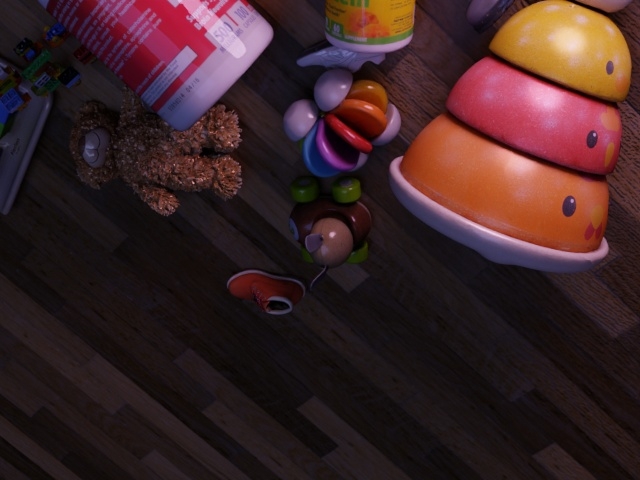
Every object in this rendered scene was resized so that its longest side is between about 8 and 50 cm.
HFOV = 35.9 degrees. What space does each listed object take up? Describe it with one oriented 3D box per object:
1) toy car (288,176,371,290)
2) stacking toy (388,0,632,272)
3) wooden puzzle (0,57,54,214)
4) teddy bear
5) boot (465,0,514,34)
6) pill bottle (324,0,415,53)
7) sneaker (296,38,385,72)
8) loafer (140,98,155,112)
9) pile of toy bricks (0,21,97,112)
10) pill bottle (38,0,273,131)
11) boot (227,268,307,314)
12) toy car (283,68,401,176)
[{"bbox_3d":[0.000,0.000,1.709,0.149,0.188,0.155,1,122,17],"label":"toy car"},{"bbox_3d":[0.329,-0.223,1.430,0.350,0.350,0.480,21,110,4],"label":"stacking toy"},{"bbox_3d":[-0.701,-0.234,1.854,0.347,0.080,0.322,32,126,-3],"label":"wooden puzzle"},{"bbox_3d":[-0.296,-0.161,1.752,0.338,0.113,0.245,20,123,4],"label":"teddy bear"},{"bbox_3d":[0.235,-0.482,1.385,0.222,0.118,0.338,29,115,2],"label":"boot"},{"bbox_3d":[0.075,-0.413,1.452,0.136,0.136,0.246,9,124,13],"label":"pill bottle"},{"bbox_3d":[0.033,-0.296,1.593,0.152,0.054,0.061,-9,121,22],"label":"sneaker"},{"bbox_3d":[-0.285,-0.280,1.674,0.056,0.148,0.050,13,155,-40],"label":"loafer"},{"bbox_3d":[-0.473,-0.294,1.730,0.212,0.105,0.118,-40,79,4],"label":"pile of toy bricks"},{"bbox_3d":[-0.289,-0.383,1.532,0.407,0.229,0.229,43,124,-12],"label":"pill bottle"},{"bbox_3d":[-0.112,0.101,1.876,0.157,0.085,0.059,3,124,18],"label":"boot"},{"bbox_3d":[0.035,-0.173,1.602,0.159,0.136,0.182,31,128,-27],"label":"toy car"}]
